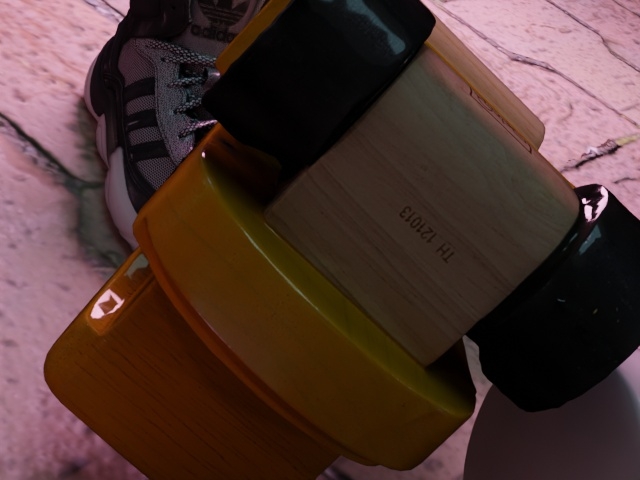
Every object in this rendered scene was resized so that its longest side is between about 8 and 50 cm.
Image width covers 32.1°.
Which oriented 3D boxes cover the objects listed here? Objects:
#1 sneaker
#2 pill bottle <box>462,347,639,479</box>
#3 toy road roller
[{"bbox_3d":[-0.077,-0.094,0.712,0.101,0.153,0.268,6,37,-32],"label":"sneaker"},{"bbox_3d":[0.251,0.146,0.580,0.334,0.188,0.188,12,34,-24],"label":"pill bottle"},{"bbox_3d":[0.000,0.000,0.565,0.202,0.240,0.329,43,12,-9],"label":"toy road roller"}]
